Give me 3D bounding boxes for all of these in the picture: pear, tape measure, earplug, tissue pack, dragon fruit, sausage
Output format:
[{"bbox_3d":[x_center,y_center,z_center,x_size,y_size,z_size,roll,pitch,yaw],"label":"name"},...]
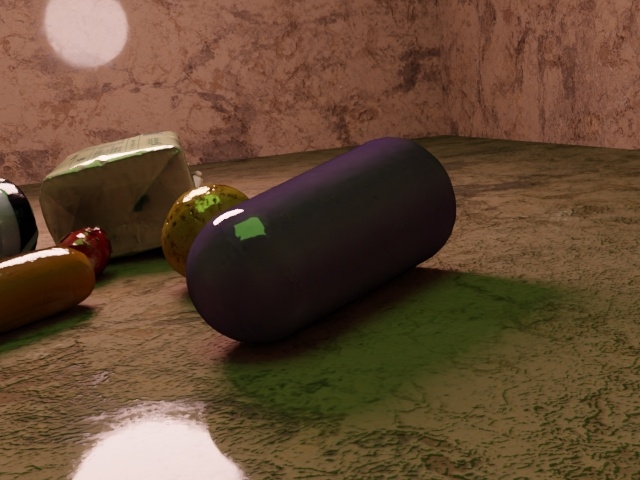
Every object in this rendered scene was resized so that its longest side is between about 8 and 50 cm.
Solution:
[{"bbox_3d":[-0.175,-0.009,1.151,0.178,0.178,0.178,-5,12,1],"label":"pear"},{"bbox_3d":[-0.645,-0.028,1.412,0.182,0.181,0.107,6,20,40],"label":"tape measure"},{"bbox_3d":[0.000,0.000,0.977,0.215,0.215,0.456,3,18,34],"label":"earplug"},{"bbox_3d":[-0.416,-0.102,1.520,0.297,0.207,0.380,-15,16,-7],"label":"tissue pack"},{"bbox_3d":[-0.442,0.046,1.250,0.094,0.094,0.190,6,38,43],"label":"dragon fruit"},{"bbox_3d":[-0.468,0.086,0.997,0.112,0.112,0.328,3,17,35],"label":"sausage"}]

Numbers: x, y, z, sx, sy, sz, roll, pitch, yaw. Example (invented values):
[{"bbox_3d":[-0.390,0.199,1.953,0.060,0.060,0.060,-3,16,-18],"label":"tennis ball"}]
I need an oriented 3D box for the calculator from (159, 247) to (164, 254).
[{"bbox_3d":[-0.275,-0.006,1.524,0.161,0.021,0.262,-9,13,-19],"label":"calculator"}]

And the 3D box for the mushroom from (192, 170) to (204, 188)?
[{"bbox_3d":[-0.471,-0.119,1.967,0.109,0.097,0.351,5,18,41],"label":"mushroom"}]
